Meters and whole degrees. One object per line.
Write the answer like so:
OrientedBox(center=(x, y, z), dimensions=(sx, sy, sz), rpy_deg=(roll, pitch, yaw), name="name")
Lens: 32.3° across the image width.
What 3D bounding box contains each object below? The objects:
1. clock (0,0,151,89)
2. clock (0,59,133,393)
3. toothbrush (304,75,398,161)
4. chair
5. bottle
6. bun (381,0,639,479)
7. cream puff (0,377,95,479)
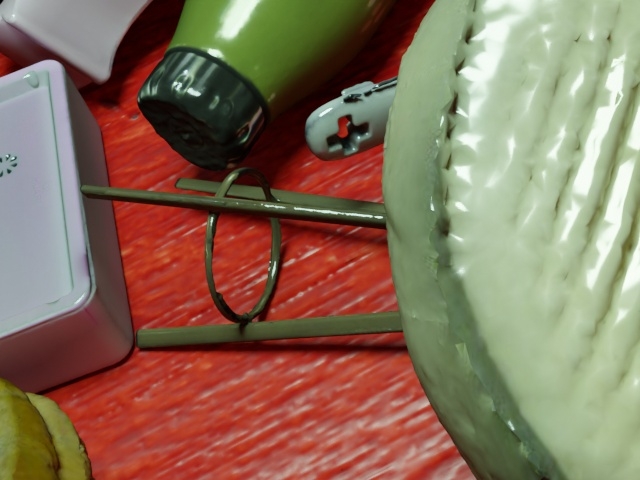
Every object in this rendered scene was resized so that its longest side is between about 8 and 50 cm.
OrientedBox(center=(-0.161, -0.259, 0.766), dimensions=(0.275, 0.080, 0.290), rpy_deg=(-55, 40, 4), name="clock")
OrientedBox(center=(-0.198, 0.000, 0.643), dimensions=(0.150, 0.063, 0.197), rpy_deg=(-21, 51, 4), name="clock")
OrientedBox(center=(0.188, -0.117, 0.570), dimensions=(0.418, 0.042, 0.040), rpy_deg=(-22, 45, -11), name="toothbrush")
OrientedBox(center=(-0.001, 0.001, 0.560), dimensions=(0.221, 0.104, 0.095), rpy_deg=(6, 40, 26), name="chair")
OrientedBox(center=(-0.012, -0.156, 0.658), dimensions=(0.112, 0.112, 0.260), rpy_deg=(18, 61, 29), name="bottle")
OrientedBox(center=(0.150, -0.004, 0.432), dimensions=(0.287, 0.146, 0.287), rpy_deg=(1, 86, -10), name="bun")
OrientedBox(center=(-0.169, 0.150, 0.482), dimensions=(0.189, 0.129, 0.189), rpy_deg=(-18, 47, 20), name="cream puff")
